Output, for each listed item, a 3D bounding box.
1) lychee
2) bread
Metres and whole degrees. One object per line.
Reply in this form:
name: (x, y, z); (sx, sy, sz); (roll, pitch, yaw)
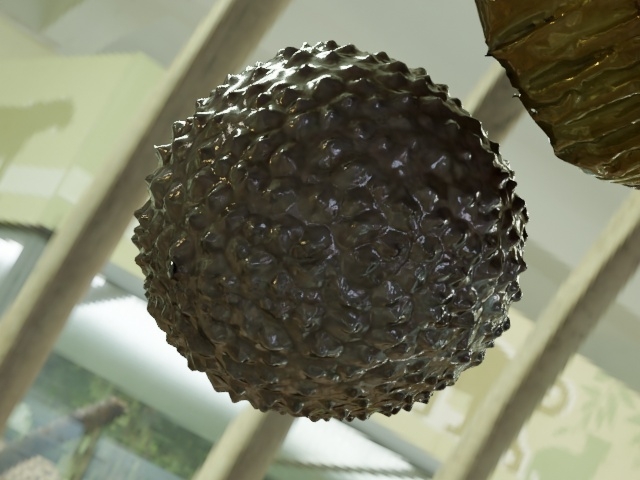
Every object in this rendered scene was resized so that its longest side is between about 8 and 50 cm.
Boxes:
lychee: (0.001, 0.003, 0.986); (0.300, 0.300, 0.300); (24, -18, 8)
bread: (0.215, -0.151, 0.947); (0.142, 0.227, 0.253); (-23, -9, 25)
